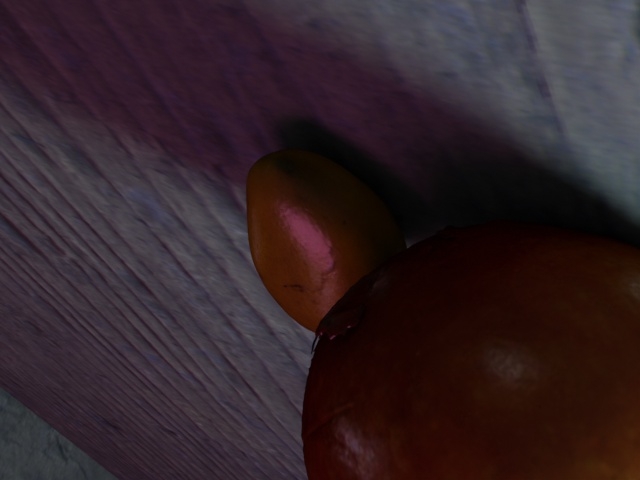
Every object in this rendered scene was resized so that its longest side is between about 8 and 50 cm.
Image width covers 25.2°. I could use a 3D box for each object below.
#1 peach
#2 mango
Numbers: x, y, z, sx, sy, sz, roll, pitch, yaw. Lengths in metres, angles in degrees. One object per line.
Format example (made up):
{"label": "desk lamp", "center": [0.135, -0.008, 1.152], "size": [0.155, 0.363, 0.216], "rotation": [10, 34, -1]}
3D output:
{"label": "peach", "center": [0.160, 0.145, 1.076], "size": [0.370, 0.370, 0.370], "rotation": [25, 161, 9]}
{"label": "mango", "center": [0.000, 0.000, 1.217], "size": [0.145, 0.112, 0.219], "rotation": [20, 156, 29]}
